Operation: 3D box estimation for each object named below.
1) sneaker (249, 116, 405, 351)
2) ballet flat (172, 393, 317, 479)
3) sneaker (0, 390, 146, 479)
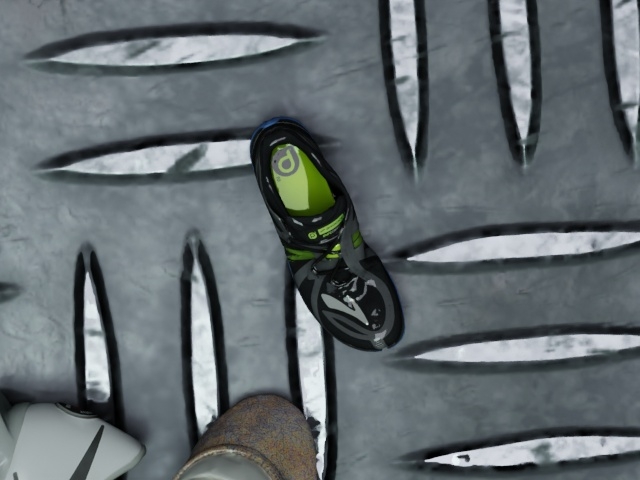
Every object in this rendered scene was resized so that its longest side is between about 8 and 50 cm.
[{"bbox_3d":[0.000,0.000,1.228,0.067,0.078,0.188,-26,95,3],"label":"sneaker"},{"bbox_3d":[-0.085,0.242,1.181,0.108,0.106,0.316,18,70,10],"label":"ballet flat"},{"bbox_3d":[-0.207,0.283,1.234,0.146,0.122,0.330,13,93,-3],"label":"sneaker"}]
